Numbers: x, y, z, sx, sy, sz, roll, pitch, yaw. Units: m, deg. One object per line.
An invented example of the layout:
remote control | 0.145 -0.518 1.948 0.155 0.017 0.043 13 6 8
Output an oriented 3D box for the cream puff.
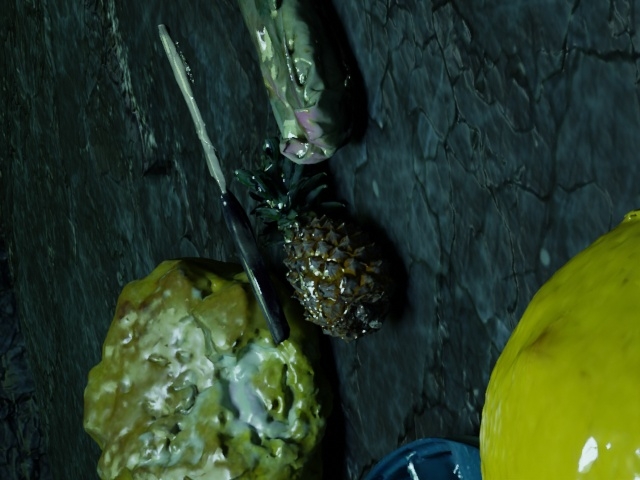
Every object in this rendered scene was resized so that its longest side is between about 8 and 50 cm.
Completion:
cream puff | -0.089 0.152 1.510 0.282 0.185 0.282 -11 69 32

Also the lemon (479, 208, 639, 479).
lemon | 0.196 0.098 0.643 0.284 0.260 0.260 -95 2 -73

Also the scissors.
scissors | -0.085 -0.052 1.375 0.109 0.022 0.300 117 134 -83

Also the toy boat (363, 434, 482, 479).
toy boat | 0.100 0.193 1.173 0.299 0.061 0.096 131 127 -64

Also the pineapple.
pineapple | -0.001 0.000 1.311 0.221 0.083 0.103 -123 15 -45

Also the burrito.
burrito | -0.037 -0.203 1.341 0.096 0.066 0.309 111 146 -56
